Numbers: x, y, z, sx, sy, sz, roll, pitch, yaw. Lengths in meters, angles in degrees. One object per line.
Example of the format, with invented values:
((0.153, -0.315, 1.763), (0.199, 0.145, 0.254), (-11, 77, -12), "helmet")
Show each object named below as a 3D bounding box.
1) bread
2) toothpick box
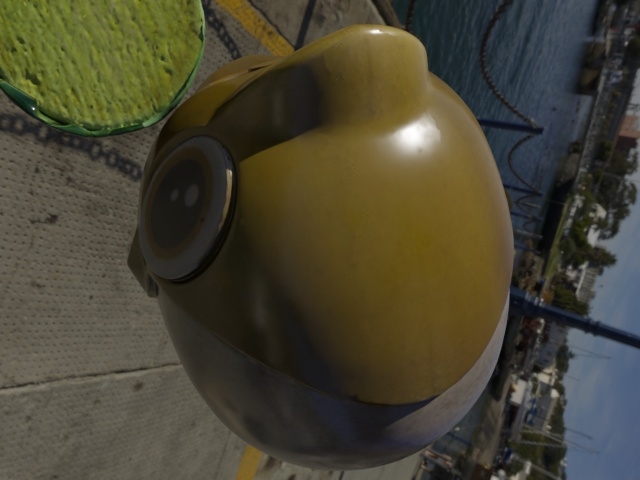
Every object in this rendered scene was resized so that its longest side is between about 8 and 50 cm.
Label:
((-0.230, -0.219, 0.469), (0.033, 0.228, 0.228), (-113, -146, -75), "bread")
((0.000, 0.000, 0.539), (0.409, 0.409, 0.425), (-37, 123, -47), "toothpick box")
